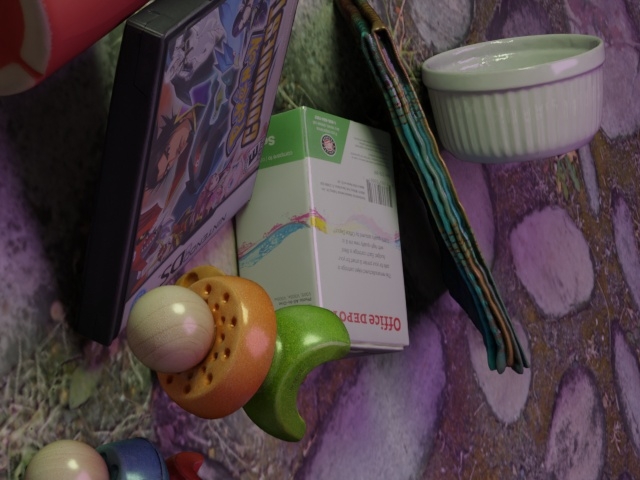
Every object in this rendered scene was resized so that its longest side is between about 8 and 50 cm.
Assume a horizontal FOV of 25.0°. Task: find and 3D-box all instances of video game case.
[{"bbox_3d":[-0.094,-0.089,1.102,0.248,0.035,0.275,-50,160,-51],"label":"video game case"}]

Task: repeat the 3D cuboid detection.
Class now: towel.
[{"bbox_3d":[0.103,-0.067,1.452,0.271,0.040,0.370,-108,174,-71],"label":"towel"}]

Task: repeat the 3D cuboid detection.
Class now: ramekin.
[{"bbox_3d":[0.221,-0.160,1.629,0.207,0.207,0.109,-34,119,-56],"label":"ramekin"}]

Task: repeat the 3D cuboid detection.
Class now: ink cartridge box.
[{"bbox_3d":[0.000,0.000,1.321,0.154,0.093,0.212,10,70,-57],"label":"ink cartridge box"}]

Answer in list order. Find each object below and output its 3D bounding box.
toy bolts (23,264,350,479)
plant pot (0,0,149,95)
[{"bbox_3d":[-0.126,0.114,1.056,0.158,0.218,0.228,22,95,-39],"label":"toy bolts"},{"bbox_3d":[-0.192,-0.244,0.942,0.275,0.275,0.243,58,48,-31],"label":"plant pot"}]
